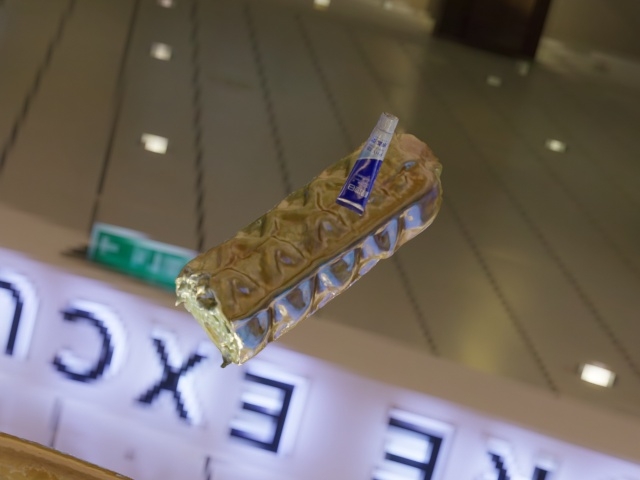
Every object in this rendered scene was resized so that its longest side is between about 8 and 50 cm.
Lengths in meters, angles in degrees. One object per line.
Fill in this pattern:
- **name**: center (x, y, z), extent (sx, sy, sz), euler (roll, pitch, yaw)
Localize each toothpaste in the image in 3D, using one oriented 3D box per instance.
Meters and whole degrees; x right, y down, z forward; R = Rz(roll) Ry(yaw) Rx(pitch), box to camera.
- **toothpaste**: center (0.039, -0.061, 1.455), extent (0.024, 0.083, 0.015), euler (26, -163, 2)

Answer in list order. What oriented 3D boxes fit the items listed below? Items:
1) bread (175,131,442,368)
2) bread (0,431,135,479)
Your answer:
- **bread**: center (-0.001, -0.001, 1.594), extent (0.269, 0.098, 0.087), euler (-36, -179, -23)
- **bread**: center (-0.199, 0.207, 1.241), extent (0.217, 0.147, 0.098), euler (21, 180, 9)
